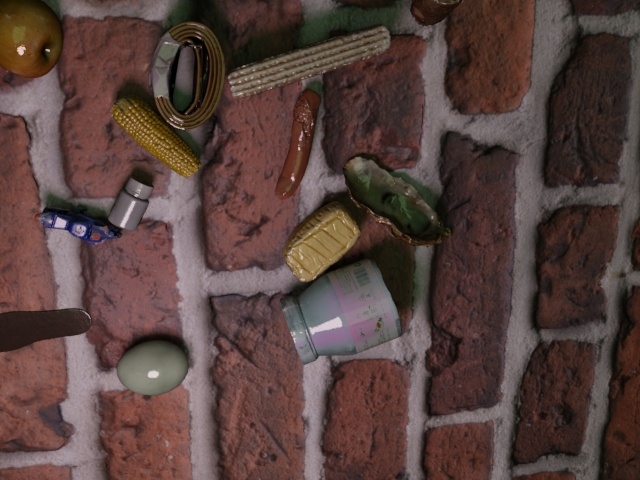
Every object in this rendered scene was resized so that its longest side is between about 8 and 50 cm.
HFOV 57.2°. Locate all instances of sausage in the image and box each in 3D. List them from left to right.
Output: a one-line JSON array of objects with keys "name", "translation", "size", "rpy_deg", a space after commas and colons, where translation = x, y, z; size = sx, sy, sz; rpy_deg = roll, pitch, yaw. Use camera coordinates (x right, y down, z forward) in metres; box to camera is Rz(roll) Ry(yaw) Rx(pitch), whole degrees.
[{"name": "sausage", "translation": [-0.059, -0.255, 1.581], "size": [0.078, 0.078, 0.305], "rpy_deg": [11, 103, -13]}]

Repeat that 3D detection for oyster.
[{"name": "oyster", "translation": [0.213, -0.064, 1.637], "size": [0.396, 0.204, 0.111], "rpy_deg": [34, 133, -15]}]

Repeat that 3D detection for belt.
[{"name": "belt", "translation": [-0.336, -0.413, 1.472], "size": [0.184, 0.105, 0.262], "rpy_deg": [3, 107, -14]}]

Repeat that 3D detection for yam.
[{"name": "yam", "translation": [0.302, -0.627, 1.473], "size": [0.128, 0.238, 0.129], "rpy_deg": [-20, 101, 2]}]

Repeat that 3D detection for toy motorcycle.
[{"name": "toy motorcycle", "translation": [-0.616, -0.038, 1.510], "size": [0.205, 0.114, 0.076], "rpy_deg": [20, 101, -16]}]

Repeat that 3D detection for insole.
[{"name": "insole", "translation": [-0.795, 0.241, 1.605], "size": [0.327, 0.007, 0.111], "rpy_deg": [-9, 107, -9]}]

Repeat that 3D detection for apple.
[{"name": "apple", "translation": [-0.689, -0.476, 1.356], "size": [0.155, 0.182, 0.183], "rpy_deg": [29, 98, 2]}]

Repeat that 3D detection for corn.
[{"name": "corn", "translation": [-0.417, -0.264, 1.501], "size": [0.260, 0.091, 0.091], "rpy_deg": [45, 52, -18]}]

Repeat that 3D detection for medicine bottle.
[{"name": "medicine bottle", "translation": [-0.492, -0.097, 1.535], "size": [0.080, 0.080, 0.130], "rpy_deg": [27, 98, -16]}, {"name": "medicine bottle", "translation": [0.052, 0.205, 1.637], "size": [0.289, 0.245, 0.245], "rpy_deg": [-21, 107, -2]}]

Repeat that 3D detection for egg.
[{"name": "egg", "translation": [-0.462, 0.351, 1.622], "size": [0.192, 0.149, 0.150], "rpy_deg": [-5, 105, -6]}]

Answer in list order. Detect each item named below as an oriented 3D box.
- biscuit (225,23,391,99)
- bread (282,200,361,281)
[{"name": "biscuit", "translation": [-0.033, -0.456, 1.501], "size": [0.425, 0.144, 0.079], "rpy_deg": [-18, 106, -4]}, {"name": "bread", "translation": [0.000, 0.000, 1.640], "size": [0.236, 0.106, 0.140], "rpy_deg": [-42, 109, 2]}]
